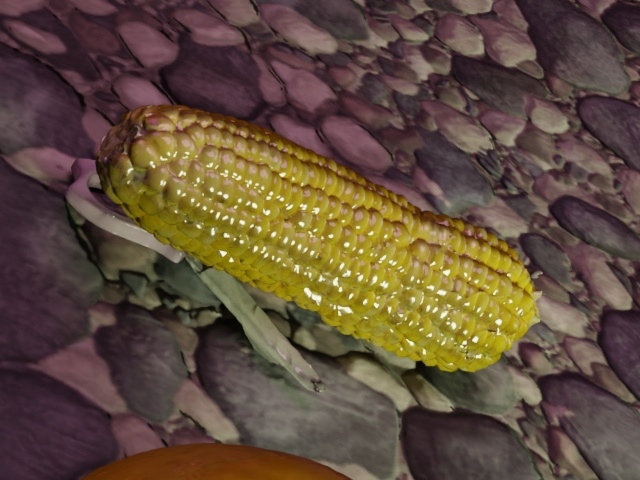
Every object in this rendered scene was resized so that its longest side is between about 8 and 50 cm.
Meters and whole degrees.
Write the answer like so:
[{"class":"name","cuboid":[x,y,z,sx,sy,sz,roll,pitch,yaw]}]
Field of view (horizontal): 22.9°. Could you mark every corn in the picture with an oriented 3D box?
[{"class":"corn","cuboid":[0.000,0.000,0.931,0.292,0.101,0.101,23,36,-28]}]

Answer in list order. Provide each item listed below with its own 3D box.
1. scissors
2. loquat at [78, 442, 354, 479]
[{"class":"scissors","cuboid":[-0.067,0.019,0.951,0.110,0.021,0.212,-14,55,-48]},{"class":"loquat","cuboid":[-0.043,0.184,0.625,0.208,0.208,0.208,19,38,-16]}]
